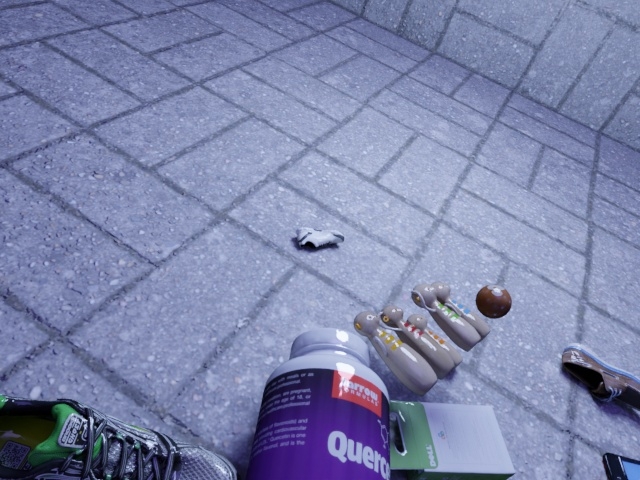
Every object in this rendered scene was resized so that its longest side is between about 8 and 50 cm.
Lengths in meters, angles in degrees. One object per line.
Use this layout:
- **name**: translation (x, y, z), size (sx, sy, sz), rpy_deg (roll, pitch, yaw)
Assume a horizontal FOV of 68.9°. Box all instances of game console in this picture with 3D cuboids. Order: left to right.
- **game console**: translation (0.571, 0.413, 0.772), size (0.144, 0.085, 0.124), rpy_deg (17, 42, -5)

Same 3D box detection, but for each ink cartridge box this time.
- **ink cartridge box**: translation (0.183, 0.318, 0.732), size (0.209, 0.062, 0.109), rpy_deg (8, 43, -14)

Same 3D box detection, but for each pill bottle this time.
- **pill bottle**: translation (0.000, 0.280, 0.608), size (0.181, 0.182, 0.323), rpy_deg (15, 42, -6)

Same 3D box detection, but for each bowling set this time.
- **bowling set**: translation (0.202, 0.121, 0.785), size (0.154, 0.200, 0.287), rpy_deg (45, 12, 22)

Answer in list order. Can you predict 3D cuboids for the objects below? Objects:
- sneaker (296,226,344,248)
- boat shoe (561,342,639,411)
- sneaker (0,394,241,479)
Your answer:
- **sneaker**: translation (0.000, 0.000, 1.016), size (0.109, 0.040, 0.044), rpy_deg (3, 61, -14)
- **boat shoe**: translation (0.566, 0.285, 0.928), size (0.183, 0.066, 0.066), rpy_deg (33, 47, 28)
- **sneaker**: translation (-0.260, 0.269, 0.542), size (0.343, 0.146, 0.134), rpy_deg (14, 42, -9)
